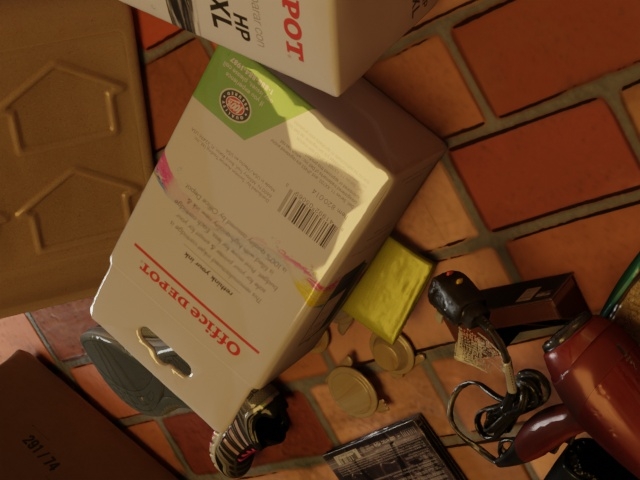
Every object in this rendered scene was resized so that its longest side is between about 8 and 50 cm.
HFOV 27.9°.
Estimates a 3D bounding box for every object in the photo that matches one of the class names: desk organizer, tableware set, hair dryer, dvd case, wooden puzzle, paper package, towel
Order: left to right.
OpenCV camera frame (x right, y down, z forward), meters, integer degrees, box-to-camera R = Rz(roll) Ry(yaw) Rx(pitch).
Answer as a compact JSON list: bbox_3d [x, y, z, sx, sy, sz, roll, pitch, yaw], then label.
[{"bbox_3d":[-0.344,-0.088,1.381,0.080,0.322,0.348,-129,29,-57],"label":"wooden puzzle"},{"bbox_3d":[-0.390,0.355,1.675,0.325,0.309,0.168,37,136,13],"label":"paper package"},{"bbox_3d":[0.000,0.000,1.298,0.237,0.021,0.102,34,118,18],"label":"towel"},{"bbox_3d":[0.027,0.109,1.370,0.169,0.020,0.141,49,137,4],"label":"tableware set"},{"bbox_3d":[0.117,0.304,1.426,0.164,0.018,0.221,-31,95,46],"label":"dvd case"},{"bbox_3d":[0.181,0.072,1.194,0.130,0.047,0.050,-15,110,45],"label":"desk organizer"},{"bbox_3d":[0.226,0.146,1.129,0.293,0.080,0.224,30,148,39],"label":"hair dryer"}]

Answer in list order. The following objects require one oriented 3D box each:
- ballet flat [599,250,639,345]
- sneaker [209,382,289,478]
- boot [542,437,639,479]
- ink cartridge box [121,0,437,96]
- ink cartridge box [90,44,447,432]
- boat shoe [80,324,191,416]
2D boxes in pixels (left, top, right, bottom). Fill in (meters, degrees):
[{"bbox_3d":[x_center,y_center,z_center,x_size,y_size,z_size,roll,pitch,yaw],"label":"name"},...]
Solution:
[{"bbox_3d":[0.293,0.015,1.053,0.067,0.073,0.206,26,141,8],"label":"ballet flat"},{"bbox_3d":[-0.078,0.227,1.505,0.074,0.063,0.170,36,131,25],"label":"sneaker"},{"bbox_3d":[0.285,0.324,1.239,0.246,0.094,0.207,47,141,13],"label":"boot"},{"bbox_3d":[-0.102,-0.328,1.039,0.394,0.166,0.285,26,146,24],"label":"ink cartridge box"},{"bbox_3d":[-0.063,-0.007,1.243,0.207,0.119,0.353,41,123,12],"label":"ink cartridge box"},{"bbox_3d":[-0.167,0.129,1.493,0.320,0.103,0.118,-8,116,52],"label":"boat shoe"}]
